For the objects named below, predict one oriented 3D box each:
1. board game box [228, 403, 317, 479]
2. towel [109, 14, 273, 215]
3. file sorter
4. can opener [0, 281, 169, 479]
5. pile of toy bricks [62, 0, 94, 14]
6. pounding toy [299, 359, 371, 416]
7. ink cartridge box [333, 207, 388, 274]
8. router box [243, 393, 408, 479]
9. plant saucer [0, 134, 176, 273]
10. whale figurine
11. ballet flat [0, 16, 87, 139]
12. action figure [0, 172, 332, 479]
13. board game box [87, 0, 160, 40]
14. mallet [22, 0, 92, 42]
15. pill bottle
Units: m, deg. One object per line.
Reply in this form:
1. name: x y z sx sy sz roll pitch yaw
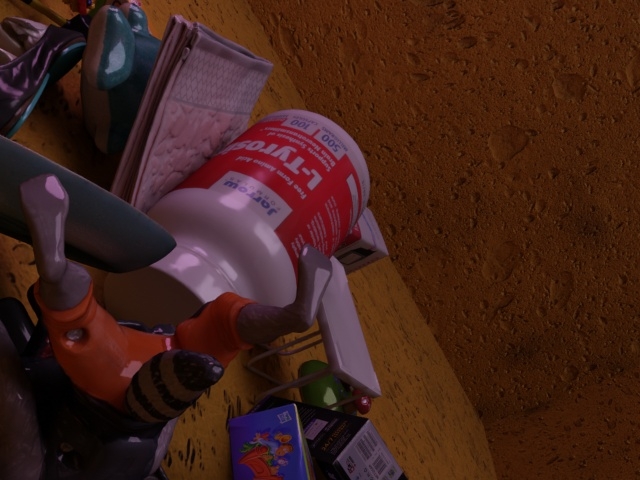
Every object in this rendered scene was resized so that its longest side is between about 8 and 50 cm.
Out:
1. board game box: -0.019 0.386 0.717 0.233 0.078 0.347 -106 -176 -49
2. towel: -0.186 -0.148 0.956 0.053 0.316 0.332 25 12 9
3. file sorter: -0.035 0.156 1.132 0.193 0.173 0.277 45 24 -54
4. can opener: -0.235 0.176 0.647 0.283 0.076 0.095 63 -18 -3
5. pile of toy bricks: -0.399 -0.422 0.933 0.118 0.105 0.212 105 -32 -43
6. pounding toy: 0.059 0.322 1.309 0.237 0.110 0.182 40 28 -57
7. ink cartridge box: 0.000 0.000 1.424 0.306 0.226 0.131 28 39 -66
8. router box: 0.038 0.371 0.907 0.081 0.243 0.308 -42 111 -32
9. plant saucer: -0.273 -0.041 0.512 0.317 0.318 0.043 41 67 -57
10. whale figurine: -0.255 -0.221 0.883 0.272 0.141 0.216 158 -60 -78
11. ballet flat: -0.367 -0.222 0.785 0.096 0.095 0.280 41 23 -25
12. action figure: -0.192 0.113 0.450 0.341 0.330 0.178 5 44 -38
13. board game box: -0.314 -0.314 1.062 0.039 0.124 0.259 -20 84 -47
14. mallet: -0.419 -0.337 0.920 0.190 0.062 0.039 22 41 -48
15. pill bottle: -0.102 -0.008 0.890 0.229 0.229 0.407 59 38 -18
